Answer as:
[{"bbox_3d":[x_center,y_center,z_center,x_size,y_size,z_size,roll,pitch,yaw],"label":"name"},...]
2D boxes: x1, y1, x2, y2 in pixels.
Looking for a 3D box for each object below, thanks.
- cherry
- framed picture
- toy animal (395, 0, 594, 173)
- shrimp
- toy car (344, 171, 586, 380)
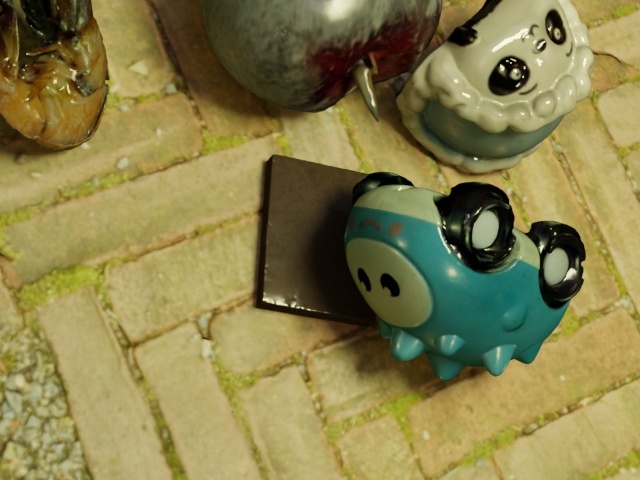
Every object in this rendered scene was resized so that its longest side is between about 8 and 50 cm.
[{"bbox_3d":[-0.003,-0.256,1.460,0.255,0.218,0.296,-23,67,-25],"label":"cherry"},{"bbox_3d":[0.000,0.000,1.470,0.128,0.023,0.168,11,66,-19],"label":"framed picture"},{"bbox_3d":[0.205,-0.175,1.527,0.208,0.204,0.156,-42,87,-22],"label":"toy animal"},{"bbox_3d":[-0.280,-0.210,1.318,0.075,0.289,0.178,8,39,19],"label":"shrimp"},{"bbox_3d":[0.135,0.044,1.413,0.255,0.188,0.190,27,80,-39],"label":"toy car"}]
